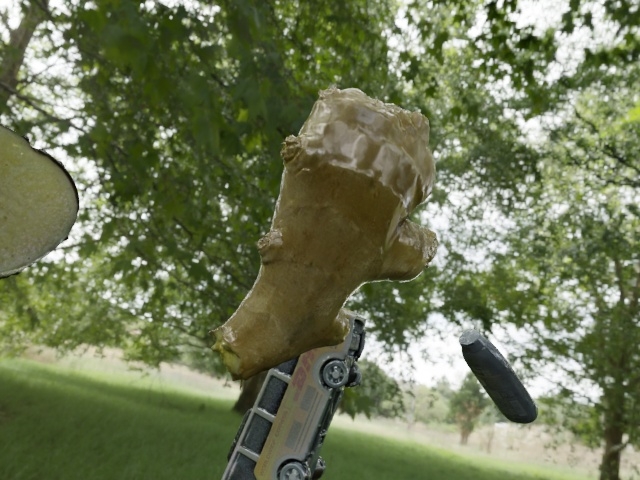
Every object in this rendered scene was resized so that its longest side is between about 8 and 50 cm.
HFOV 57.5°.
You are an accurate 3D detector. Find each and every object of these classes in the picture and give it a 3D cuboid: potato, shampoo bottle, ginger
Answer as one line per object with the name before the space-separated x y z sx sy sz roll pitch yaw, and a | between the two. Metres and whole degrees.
potato | -0.405 -0.047 0.683 0.117 0.202 0.182 11 -54 55
shampoo bottle | 0.345 0.268 1.146 0.087 0.049 0.233 -9 -55 51
ginger | 0.016 0.005 0.725 0.236 0.375 0.166 11 24 -46

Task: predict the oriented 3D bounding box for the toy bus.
toy bus | -0.035 0.260 0.904 0.138 0.342 0.097 22 -6 19
